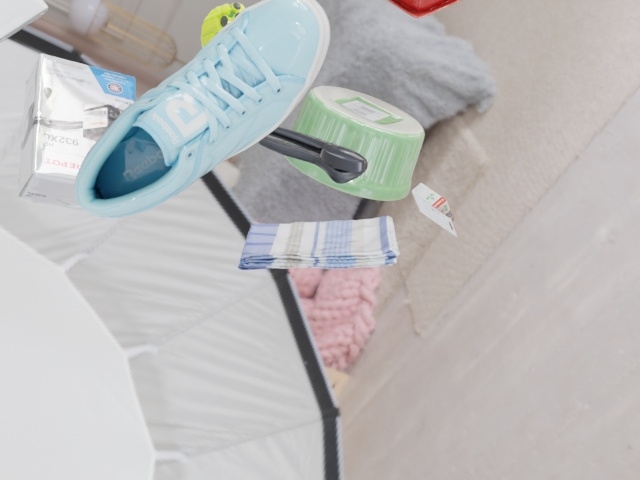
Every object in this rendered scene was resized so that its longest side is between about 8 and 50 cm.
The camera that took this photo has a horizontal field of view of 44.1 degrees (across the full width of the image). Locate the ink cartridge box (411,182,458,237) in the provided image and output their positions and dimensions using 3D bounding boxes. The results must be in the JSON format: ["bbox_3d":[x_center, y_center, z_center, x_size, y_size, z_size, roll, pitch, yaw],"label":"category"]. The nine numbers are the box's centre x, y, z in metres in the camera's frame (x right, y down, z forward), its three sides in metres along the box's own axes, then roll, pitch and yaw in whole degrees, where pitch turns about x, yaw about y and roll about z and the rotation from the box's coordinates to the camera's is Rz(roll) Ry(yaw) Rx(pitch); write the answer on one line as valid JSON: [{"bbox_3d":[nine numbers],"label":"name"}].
[{"bbox_3d":[0.226,-0.058,1.502,0.029,0.062,0.115,-41,47,-10],"label":"ink cartridge box"}]

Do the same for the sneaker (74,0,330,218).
[{"bbox_3d":[-0.135,-0.141,0.910,0.366,0.135,0.150,-42,9,13],"label":"sneaker"}]

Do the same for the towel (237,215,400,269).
[{"bbox_3d":[0.000,0.000,1.452,0.209,0.285,0.034,-82,-11,-69],"label":"towel"}]

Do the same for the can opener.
[{"bbox_3d":[-0.012,-0.145,1.256,0.073,0.186,0.059,95,-159,-48],"label":"can opener"}]

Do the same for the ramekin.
[{"bbox_3d":[0.080,-0.223,1.737,0.303,0.304,0.148,-108,34,-61],"label":"ramekin"}]

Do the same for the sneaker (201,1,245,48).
[{"bbox_3d":[-0.217,-0.413,1.843,0.123,0.110,0.295,68,-159,-78],"label":"sneaker"}]

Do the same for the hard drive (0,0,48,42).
[{"bbox_3d":[-0.609,-0.436,1.231,0.203,0.307,0.040,-42,15,-18],"label":"hard drive"}]

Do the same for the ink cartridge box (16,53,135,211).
[{"bbox_3d":[-0.536,-0.232,1.753,0.129,0.223,0.307,-36,52,48],"label":"ink cartridge box"}]

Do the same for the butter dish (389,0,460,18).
[{"bbox_3d":[0.216,-0.567,1.677,0.160,0.160,0.118,45,151,32],"label":"butter dish"}]
